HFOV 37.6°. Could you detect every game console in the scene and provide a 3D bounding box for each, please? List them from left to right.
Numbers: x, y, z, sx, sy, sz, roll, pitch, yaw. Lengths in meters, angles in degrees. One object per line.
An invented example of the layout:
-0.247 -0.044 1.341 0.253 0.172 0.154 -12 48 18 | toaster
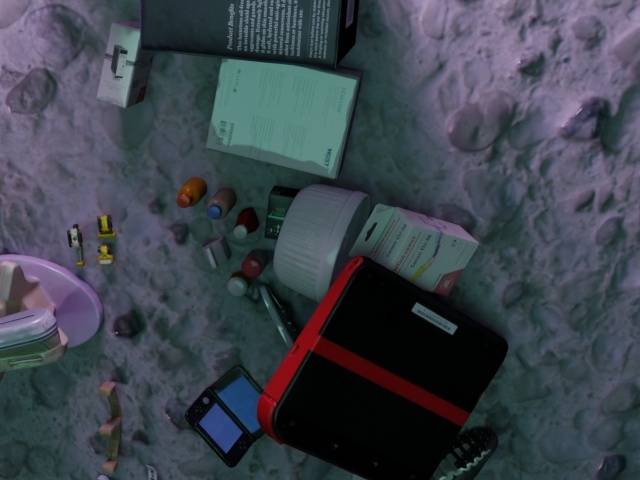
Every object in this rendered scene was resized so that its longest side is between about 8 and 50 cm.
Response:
-0.163 0.337 1.796 0.144 0.124 0.085 50 133 -8 | game console
0.111 0.244 1.616 0.386 0.060 0.342 30 91 -31 | game console

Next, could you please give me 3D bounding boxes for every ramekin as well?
0.000 0.000 1.608 0.109 0.207 0.207 20 109 10 | ramekin

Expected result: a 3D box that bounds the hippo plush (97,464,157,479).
-0.314 0.618 1.821 0.234 0.236 0.294 -15 105 12 | hippo plush

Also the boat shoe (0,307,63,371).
-0.593 0.198 1.629 0.302 0.109 0.094 -13 106 10 | boat shoe

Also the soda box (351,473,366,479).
0.113 0.341 1.751 0.091 0.098 0.286 5 109 3 | soda box

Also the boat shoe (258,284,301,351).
-0.070 0.139 1.742 0.040 0.049 0.142 -28 104 -5 | boat shoe

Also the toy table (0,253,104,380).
-0.560 0.134 1.743 0.274 0.161 0.252 6 108 7 | toy table

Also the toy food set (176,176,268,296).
-0.169 -0.002 1.676 0.111 0.104 0.232 -16 105 12 | toy food set

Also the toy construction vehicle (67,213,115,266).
-0.422 -0.001 1.752 0.086 0.035 0.098 -7 109 -2 | toy construction vehicle

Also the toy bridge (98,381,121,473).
-0.410 0.363 1.845 0.026 0.063 0.188 4 106 7 | toy bridge

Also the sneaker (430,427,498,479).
0.254 0.452 1.783 0.234 0.078 0.106 -44 124 2 | sneaker

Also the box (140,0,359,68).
-0.096 -0.380 1.449 0.294 0.296 0.183 7 109 6 | box

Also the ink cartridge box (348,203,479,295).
0.159 0.017 1.606 0.198 0.067 0.115 14 113 -35 | ink cartridge box

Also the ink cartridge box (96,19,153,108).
-0.328 -0.303 1.605 0.056 0.099 0.135 17 108 3 | ink cartridge box

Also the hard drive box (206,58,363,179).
-0.060 -0.222 1.601 0.232 0.089 0.181 15 109 3 | hard drive box

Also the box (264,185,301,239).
-0.067 -0.047 1.671 0.052 0.062 0.083 9 109 4 | box
